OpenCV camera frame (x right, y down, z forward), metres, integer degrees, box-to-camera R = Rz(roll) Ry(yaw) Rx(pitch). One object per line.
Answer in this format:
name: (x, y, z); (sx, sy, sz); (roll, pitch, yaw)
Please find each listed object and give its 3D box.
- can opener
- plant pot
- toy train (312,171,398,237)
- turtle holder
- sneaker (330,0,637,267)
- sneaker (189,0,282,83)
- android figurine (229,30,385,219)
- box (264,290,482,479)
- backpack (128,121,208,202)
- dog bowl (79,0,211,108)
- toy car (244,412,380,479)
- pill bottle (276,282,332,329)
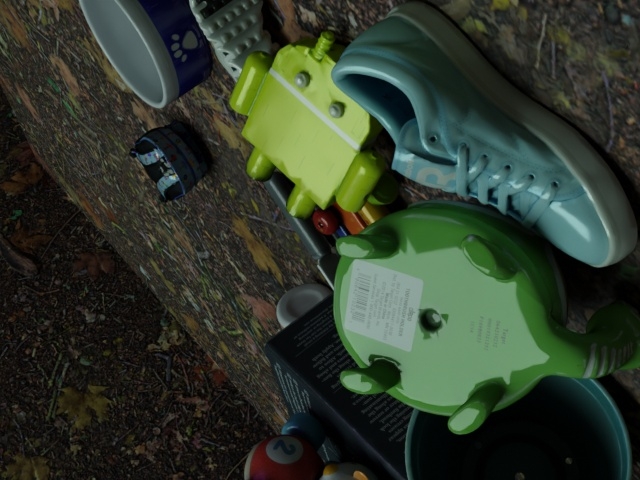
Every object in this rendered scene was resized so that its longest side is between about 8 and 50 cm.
can opener: (0.000, 0.000, 1.604); (0.283, 0.076, 0.095); (56, 160, -3)
plant pot: (0.264, 0.301, 1.259); (0.271, 0.272, 0.255); (45, 175, 23)
toy train: (0.056, -0.065, 1.338); (0.248, 0.105, 0.143); (55, 151, -3)
turtle holder: (0.183, 0.060, 1.057); (0.320, 0.227, 0.243); (-17, 94, 33)
sneaker: (0.153, -0.085, 0.980); (0.366, 0.150, 0.135); (46, 161, 21)
sneaker: (-0.126, -0.310, 1.337); (0.118, 0.110, 0.292); (41, 159, 56)
android figurine: (-0.013, -0.155, 1.259); (0.248, 0.056, 0.273); (45, 136, 12)
box: (0.121, 0.315, 1.655); (0.395, 0.212, 0.293); (40, 156, 37)
backpack: (-0.308, -0.170, 1.969); (0.158, 0.117, 0.173); (57, 161, -9)
dog bowl: (-0.308, -0.370, 1.645); (0.265, 0.104, 0.265); (46, 160, 22)
toy car: (0.014, 0.398, 1.506); (0.238, 0.219, 0.210); (-21, 106, 40)
pill bottle: (-0.005, 0.197, 1.885); (0.121, 0.121, 0.216); (36, 154, 42)
